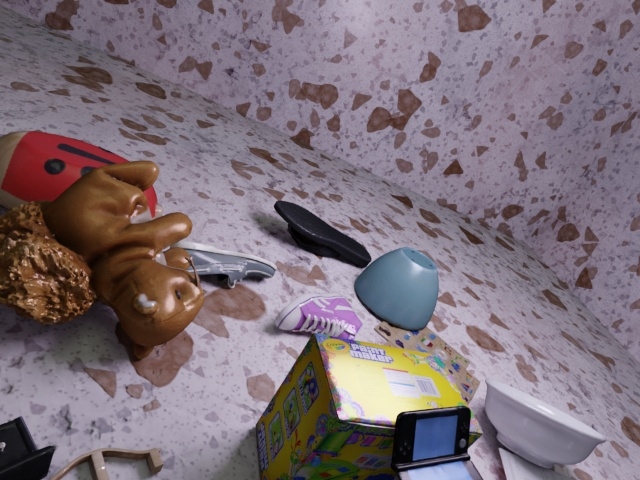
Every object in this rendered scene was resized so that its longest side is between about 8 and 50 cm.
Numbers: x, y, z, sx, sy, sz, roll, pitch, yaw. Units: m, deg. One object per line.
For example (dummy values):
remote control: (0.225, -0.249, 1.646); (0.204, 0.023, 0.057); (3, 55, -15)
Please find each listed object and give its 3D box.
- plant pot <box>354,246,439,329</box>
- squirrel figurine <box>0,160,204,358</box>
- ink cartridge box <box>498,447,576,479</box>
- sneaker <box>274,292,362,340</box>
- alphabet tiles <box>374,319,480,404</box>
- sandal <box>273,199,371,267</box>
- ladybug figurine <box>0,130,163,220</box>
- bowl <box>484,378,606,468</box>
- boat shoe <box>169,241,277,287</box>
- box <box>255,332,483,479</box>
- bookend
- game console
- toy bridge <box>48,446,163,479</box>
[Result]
plant pot: (0.291, 0.138, 1.453); (0.291, 0.195, 0.290); (23, 23, -10)
squirrel figurine: (-0.441, 0.066, 0.854); (0.397, 0.281, 0.370); (-12, 58, -41)
ink cartridge box: (0.523, 0.642, 0.946); (0.239, 0.060, 0.275); (23, 26, -1)
sneaker: (0.015, 0.226, 1.144); (0.282, 0.102, 0.161); (-3, 43, -48)
alphabet tiles: (0.337, 0.362, 1.320); (0.343, 0.011, 0.285); (40, 28, 20)
sandal: (0.002, 0.002, 1.558); (0.446, 0.107, 0.167); (31, 22, -26)
ladybug figurine: (-0.640, -0.160, 1.110); (0.450, 0.161, 0.305); (17, 28, -24)
bowl: (0.559, 0.495, 1.104); (0.298, 0.133, 0.298); (24, -3, 1)
boat shoe: (-0.266, 0.081, 1.164); (0.320, 0.116, 0.098); (17, 71, -38)
box: (0.071, 0.348, 0.771); (0.290, 0.279, 0.177); (17, 28, -25)
bookend: (-0.483, 0.281, 0.571); (0.156, 0.072, 0.157); (42, 28, 26)
game console: (0.186, 0.320, 0.613); (0.144, 0.123, 0.085); (6, -1, -26)
toy bridge: (-0.337, 0.352, 0.640); (0.188, 0.026, 0.063); (0, 37, -45)
